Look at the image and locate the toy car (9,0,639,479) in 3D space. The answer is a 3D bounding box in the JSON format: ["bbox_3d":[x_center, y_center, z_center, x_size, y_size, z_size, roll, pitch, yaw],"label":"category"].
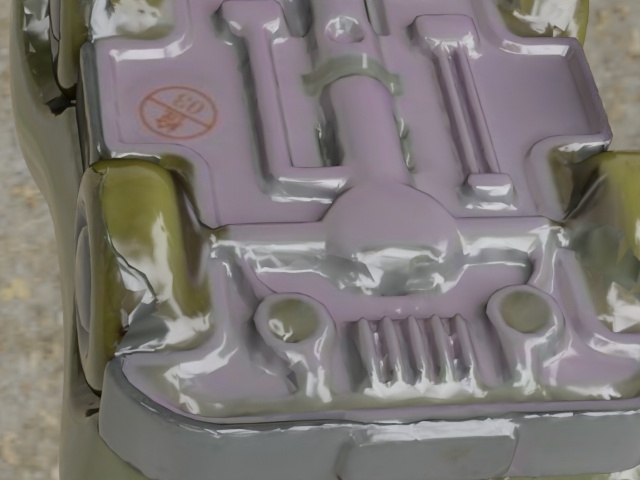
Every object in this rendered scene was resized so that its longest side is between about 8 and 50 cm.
[{"bbox_3d":[0.000,0.000,0.746,0.242,0.226,0.336,-2,45,-13],"label":"toy car"}]
